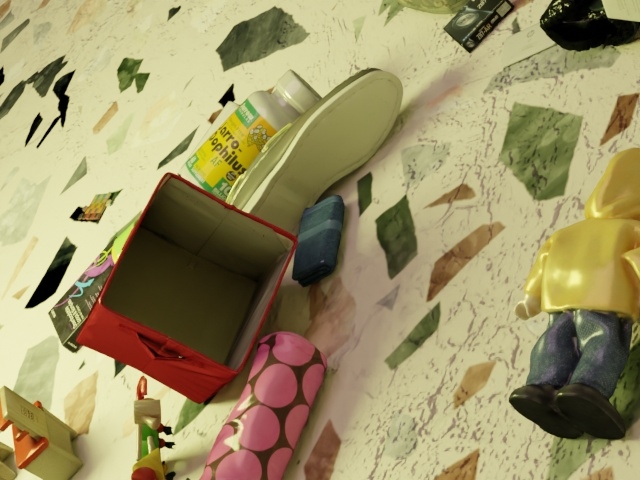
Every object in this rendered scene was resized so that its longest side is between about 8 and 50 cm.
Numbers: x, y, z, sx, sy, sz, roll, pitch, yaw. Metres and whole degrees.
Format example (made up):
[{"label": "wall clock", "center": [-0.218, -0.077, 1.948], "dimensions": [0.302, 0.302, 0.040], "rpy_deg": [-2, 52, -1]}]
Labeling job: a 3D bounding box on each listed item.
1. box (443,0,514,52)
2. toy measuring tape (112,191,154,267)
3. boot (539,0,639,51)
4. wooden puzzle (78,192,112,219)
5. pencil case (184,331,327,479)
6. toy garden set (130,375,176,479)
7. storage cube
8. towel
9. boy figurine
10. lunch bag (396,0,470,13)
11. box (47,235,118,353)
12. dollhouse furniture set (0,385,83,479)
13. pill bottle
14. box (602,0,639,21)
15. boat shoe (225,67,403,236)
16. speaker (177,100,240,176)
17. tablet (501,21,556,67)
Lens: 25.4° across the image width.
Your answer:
[{"label": "box", "center": [0.204, -0.287, 1.834], "dimensions": [0.083, 0.018, 0.067], "rpy_deg": [-46, 32, 9]}, {"label": "toy measuring tape", "center": [-0.243, -0.009, 2.025], "dimensions": [0.121, 0.121, 0.330], "rpy_deg": [-40, 32, 17]}, {"label": "boot", "center": [0.307, -0.323, 1.663], "dimensions": [0.246, 0.094, 0.207], "rpy_deg": [15, 65, 50]}, {"label": "wooden puzzle", "center": [-0.368, -0.055, 2.339], "dimensions": [0.083, 0.006, 0.049], "rpy_deg": [-1, 56, 52]}, {"label": "pencil case", "center": [-0.070, 0.207, 1.599], "dimensions": [0.098, 0.095, 0.209], "rpy_deg": [-24, 35, 60]}, {"label": "toy garden set", "center": [-0.183, 0.271, 1.619], "dimensions": [0.049, 0.203, 0.244], "rpy_deg": [-3, 39, -4]}, {"label": "storage cube", "center": [-0.167, 0.064, 1.722], "dimensions": [0.215, 0.184, 0.193], "rpy_deg": [-66, 9, -23]}, {"label": "towel", "center": [0.000, 0.000, 1.782], "dimensions": [0.067, 0.029, 0.119], "rpy_deg": [-26, 38, 35]}, {"label": "boy figurine", "center": [0.260, 0.043, 1.340], "dimensions": [0.177, 0.092, 0.285], "rpy_deg": [-12, 47, 47]}, {"label": "lunch bag", "center": [0.104, -0.454, 1.929], "dimensions": [0.169, 0.235, 0.287], "rpy_deg": [-30, 35, 21]}, {"label": "box", "center": [-0.340, 0.080, 2.138], "dimensions": [0.162, 0.029, 0.116], "rpy_deg": [-50, 31, 4]}, {"label": "dollhouse furniture set", "center": [-0.458, 0.331, 1.920], "dimensions": [0.259, 0.135, 0.262], "rpy_deg": [-45, 31, 10]}, {"label": "pill bottle", "center": [-0.082, -0.129, 1.939], "dimensions": [0.208, 0.117, 0.117], "rpy_deg": [-45, 31, 9]}, {"label": "box", "center": [0.389, -0.298, 1.478], "dimensions": [0.170, 0.091, 0.130], "rpy_deg": [15, 66, 31]}, {"label": "boat shoe", "center": [-0.017, -0.112, 1.847], "dimensions": [0.305, 0.109, 0.091], "rpy_deg": [-49, 35, 10]}, {"label": "speaker", "center": [-0.152, -0.136, 2.100], "dimensions": [0.136, 0.055, 0.055], "rpy_deg": [-56, 31, -7]}, {"label": "tablet", "center": [0.256, -0.244, 1.731], "dimensions": [0.083, 0.006, 0.054], "rpy_deg": [-21, 41, 39]}]
